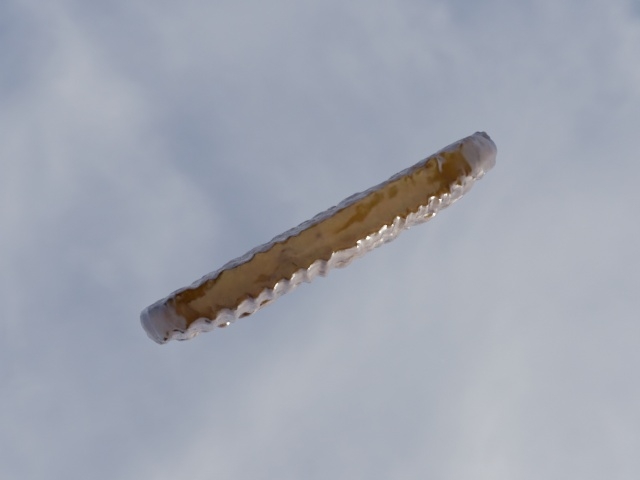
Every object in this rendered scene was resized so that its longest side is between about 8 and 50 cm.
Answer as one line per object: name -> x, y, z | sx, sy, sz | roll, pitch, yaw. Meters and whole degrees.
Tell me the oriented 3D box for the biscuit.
biscuit -> 0.001, 0.001, 0.607 | 0.188, 0.188, 0.027 | -27, -88, 2
